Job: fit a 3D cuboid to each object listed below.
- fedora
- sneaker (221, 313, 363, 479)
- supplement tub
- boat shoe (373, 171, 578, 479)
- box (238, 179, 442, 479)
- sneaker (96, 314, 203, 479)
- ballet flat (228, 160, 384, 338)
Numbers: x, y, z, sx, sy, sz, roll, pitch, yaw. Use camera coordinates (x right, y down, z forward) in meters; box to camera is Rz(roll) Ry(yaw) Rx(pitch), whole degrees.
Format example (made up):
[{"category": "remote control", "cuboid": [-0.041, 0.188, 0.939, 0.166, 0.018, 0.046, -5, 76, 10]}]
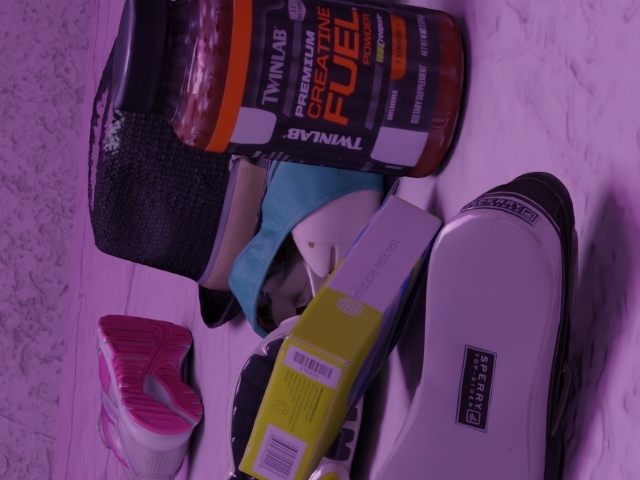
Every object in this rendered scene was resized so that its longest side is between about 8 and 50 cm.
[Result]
[{"category": "fedora", "cuboid": [-0.130, -0.092, 1.630, 0.334, 0.153, 0.334, -172, 90, -77]}, {"category": "sneaker", "cuboid": [-0.021, 0.172, 1.188, 0.110, 0.107, 0.275, -59, -14, -73]}, {"category": "supplement tub", "cuboid": [-0.021, -0.098, 1.059, 0.106, 0.198, 0.106, -174, 90, -77]}, {"category": "boat shoe", "cuboid": [0.081, 0.074, 0.828, 0.070, 0.078, 0.219, -39, -35, -56]}, {"category": "box", "cuboid": [0.017, 0.053, 1.029, 0.178, 0.042, 0.109, -53, -14, -52]}, {"category": "sneaker", "cuboid": [-0.187, 0.162, 1.836, 0.252, 0.103, 0.111, -106, 28, -61]}, {"category": "ballet flat", "cuboid": [0.000, 0.000, 1.218, 0.087, 0.083, 0.247, 65, 154, 21]}]
